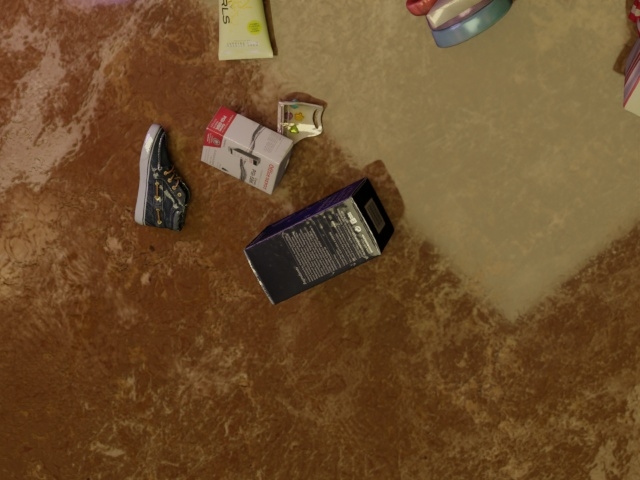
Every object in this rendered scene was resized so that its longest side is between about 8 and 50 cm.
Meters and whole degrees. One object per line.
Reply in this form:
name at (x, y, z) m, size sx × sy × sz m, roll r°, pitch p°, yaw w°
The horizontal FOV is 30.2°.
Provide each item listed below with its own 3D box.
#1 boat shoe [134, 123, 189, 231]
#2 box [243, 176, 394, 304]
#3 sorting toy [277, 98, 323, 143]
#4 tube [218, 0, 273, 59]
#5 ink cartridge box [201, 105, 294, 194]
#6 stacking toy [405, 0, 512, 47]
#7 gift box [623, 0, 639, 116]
boat shoe at (-0.261, -0.105, 2.010) m, size 0.083 × 0.065 × 0.183 m, roll 13°, pitch 114°, yaw 7°
box at (0.000, 0.000, 1.934) m, size 0.207 × 0.153 × 0.108 m, roll -26°, pitch 98°, yaw 16°
sorting toy at (-0.033, -0.199, 1.946) m, size 0.075 × 0.045 × 0.083 m, roll 1°, pitch 125°, yaw -3°
tube at (-0.130, -0.409, 1.900) m, size 0.070 × 0.062 × 0.240 m, roll 20°, pitch 121°, yaw 49°
ink cartridge box at (-0.121, -0.147, 1.945) m, size 0.135 × 0.056 × 0.099 m, roll 26°, pitch 148°, yaw 4°
stacking toy at (0.288, -0.358, 1.719) m, size 0.309 × 0.279 × 0.130 m, roll -28°, pitch 109°, yaw 16°
gift box at (0.577, -0.297, 1.683) m, size 0.258 × 0.255 × 0.276 m, roll 24°, pitch 115°, yaw 3°
